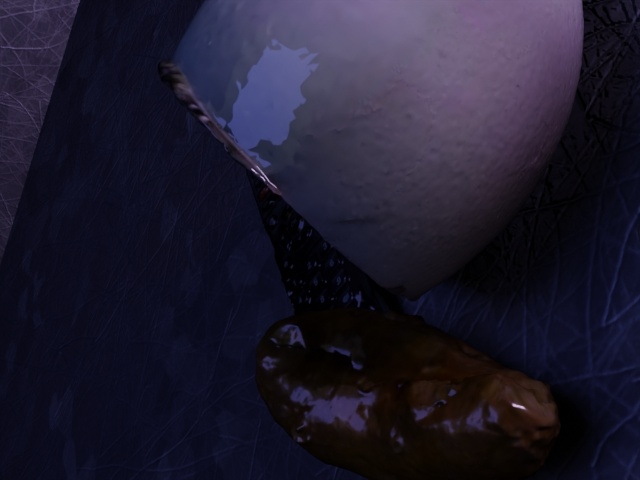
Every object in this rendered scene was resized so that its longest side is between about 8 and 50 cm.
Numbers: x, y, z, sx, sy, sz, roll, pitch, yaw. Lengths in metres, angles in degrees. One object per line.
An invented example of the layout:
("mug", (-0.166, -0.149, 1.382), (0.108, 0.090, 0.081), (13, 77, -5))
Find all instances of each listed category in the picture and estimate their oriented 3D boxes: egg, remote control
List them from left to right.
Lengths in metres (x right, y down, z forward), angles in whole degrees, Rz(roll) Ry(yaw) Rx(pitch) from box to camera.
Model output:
("remote control", (0.000, 0.000, 1.062), (0.144, 0.062, 0.398), (-49, 44, 31))
("egg", (0.083, -0.170, 0.790), (0.340, 0.354, 0.354), (-46, 41, 7))

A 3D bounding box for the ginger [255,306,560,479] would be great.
("ginger", (0.086, 0.156, 0.812), (0.321, 0.172, 0.165), (7, 63, 35))

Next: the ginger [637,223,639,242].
("ginger", (0.302, 0.003, 0.655), (0.149, 0.065, 0.258), (-136, 59, -65))
